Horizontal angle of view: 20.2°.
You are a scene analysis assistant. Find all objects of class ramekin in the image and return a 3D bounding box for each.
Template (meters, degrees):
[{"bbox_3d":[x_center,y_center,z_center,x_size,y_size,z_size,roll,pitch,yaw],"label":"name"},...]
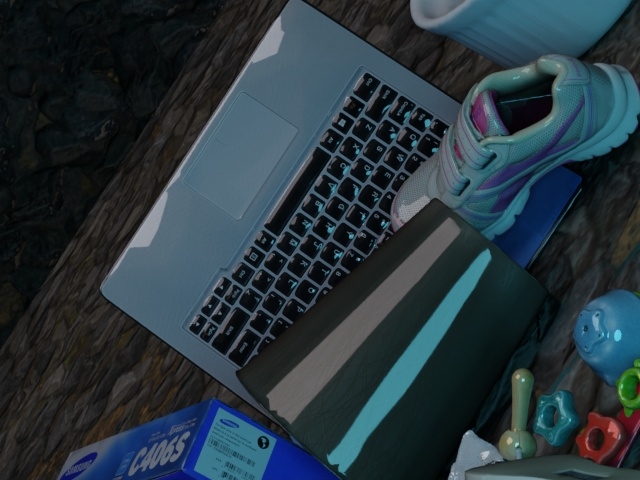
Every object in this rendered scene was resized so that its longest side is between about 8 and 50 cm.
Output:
[{"bbox_3d":[0.223,-0.295,1.774,0.277,0.135,0.277,-50,19,25],"label":"ramekin"}]

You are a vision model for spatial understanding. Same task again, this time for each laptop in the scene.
[{"bbox_3d":[0.000,0.000,1.742,0.382,0.408,0.236,-56,-15,4],"label":"laptop"}]

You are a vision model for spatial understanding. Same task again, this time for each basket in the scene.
[{"bbox_3d":[0.072,0.089,1.516,0.204,0.154,0.227,40,92,27],"label":"basket"}]

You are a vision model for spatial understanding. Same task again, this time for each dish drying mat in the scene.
[{"bbox_3d":[0.220,0.137,1.289,0.083,0.008,0.032,-60,17,-7],"label":"dish drying mat"}]

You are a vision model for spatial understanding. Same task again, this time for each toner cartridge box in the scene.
[{"bbox_3d":[-0.117,0.239,1.644,0.348,0.165,0.075,-26,35,58],"label":"toner cartridge box"}]

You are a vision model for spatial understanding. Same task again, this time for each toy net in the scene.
[{"bbox_3d":[0.177,0.144,1.332,0.232,0.045,0.122,-55,41,30],"label":"toy net"}]

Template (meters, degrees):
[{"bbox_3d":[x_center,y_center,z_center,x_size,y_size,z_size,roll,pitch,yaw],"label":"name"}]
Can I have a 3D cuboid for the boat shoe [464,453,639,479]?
[{"bbox_3d":[0.168,0.194,1.213,0.227,0.079,0.081,180,83,-66],"label":"boat shoe"}]

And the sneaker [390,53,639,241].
[{"bbox_3d":[0.150,-0.087,1.567,0.252,0.111,0.103,-39,50,22],"label":"sneaker"}]
